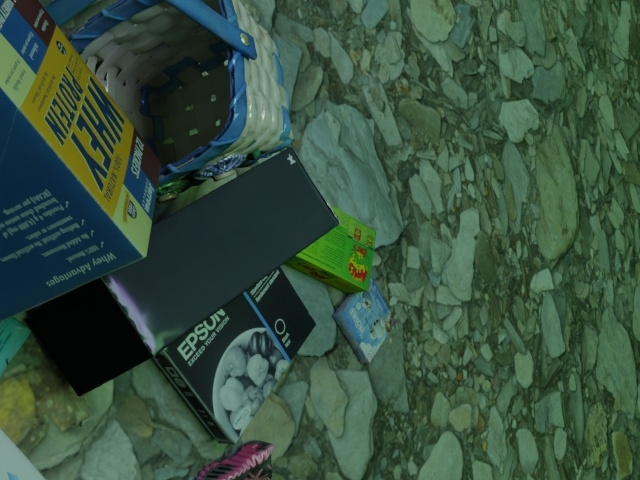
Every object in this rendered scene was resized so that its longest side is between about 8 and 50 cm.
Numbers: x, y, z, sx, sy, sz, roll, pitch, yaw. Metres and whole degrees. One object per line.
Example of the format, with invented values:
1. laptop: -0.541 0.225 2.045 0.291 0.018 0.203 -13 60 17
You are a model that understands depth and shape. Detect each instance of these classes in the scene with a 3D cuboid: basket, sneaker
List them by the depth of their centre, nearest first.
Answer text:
1. basket: -0.171 -0.150 0.811 0.289 0.254 0.201 19 58 -54
2. sneaker: -0.096 0.280 0.986 0.119 0.047 0.057 -18 109 -48

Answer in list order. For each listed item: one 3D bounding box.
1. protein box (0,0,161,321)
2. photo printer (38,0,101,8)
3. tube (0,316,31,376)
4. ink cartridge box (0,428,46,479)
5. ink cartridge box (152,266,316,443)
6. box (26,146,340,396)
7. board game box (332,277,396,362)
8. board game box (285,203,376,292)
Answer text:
1. protein box: -0.268 -0.058 0.667 0.201 0.199 0.136 57 17 -35
2. photo printer: -0.240 -0.391 0.817 0.256 0.107 0.308 -51 146 -35
3. tube: -0.341 0.045 0.739 0.207 0.052 0.080 54 44 -32
4. ink cartridge box: -0.342 0.197 0.594 0.270 0.197 0.198 58 46 -23
5. ink cartridge box: -0.112 0.091 0.996 0.208 0.045 0.206 57 46 -23
6. box: -0.133 0.029 0.844 0.261 0.184 0.103 -35 91 -40
7. board game box: 0.065 0.112 1.212 0.090 0.020 0.090 -51 121 -39
8. board game box: 0.000 0.000 1.139 0.181 0.043 0.092 27 64 -43
